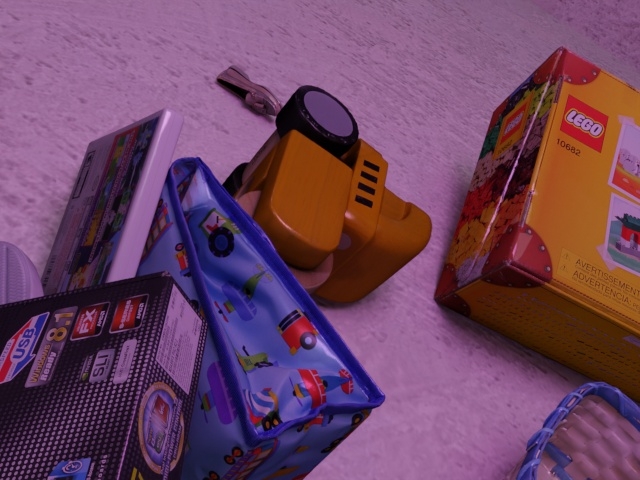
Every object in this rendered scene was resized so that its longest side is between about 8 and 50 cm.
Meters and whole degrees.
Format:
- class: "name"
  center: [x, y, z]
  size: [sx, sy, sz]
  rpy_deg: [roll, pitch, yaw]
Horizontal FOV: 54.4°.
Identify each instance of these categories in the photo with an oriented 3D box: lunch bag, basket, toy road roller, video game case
- class: "lunch bag"
  center: [-0.125, 0.087, 0.532]
  size: [0.138, 0.221, 0.293]
  rpy_deg: [1, 47, -48]
- class: "basket"
  center: [0.307, 0.240, 0.605]
  size: [0.201, 0.289, 0.255]
  rpy_deg: [44, 45, 21]
- class: "toy road roller"
  center: [0.000, 0.000, 0.728]
  size: [0.241, 0.202, 0.329]
  rpy_deg: [34, 38, -15]
- class: "video game case"
  center: [-0.199, -0.009, 0.563]
  size: [0.023, 0.183, 0.201]
  rpy_deg: [24, 73, -36]

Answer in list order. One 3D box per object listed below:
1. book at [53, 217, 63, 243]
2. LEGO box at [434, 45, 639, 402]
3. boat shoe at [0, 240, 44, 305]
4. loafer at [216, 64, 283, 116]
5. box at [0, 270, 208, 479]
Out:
- class: "book"
  center: [-0.244, -0.036, 0.732]
  size: [0.096, 0.035, 0.144]
  rpy_deg: [19, 43, -20]
- class: "LEGO box"
  center: [0.470, 0.013, 0.913]
  size: [0.500, 0.193, 0.372]
  rpy_deg: [27, 64, -7]
- class: "boat shoe"
  center: [-0.272, 0.138, 0.499]
  size: [0.109, 0.094, 0.302]
  rpy_deg: [-10, 53, -6]
- class: "loafer"
  center: [-0.116, -0.234, 1.003]
  size: [0.125, 0.045, 0.039]
  rpy_deg: [40, 58, 19]
- class: "box"
  center: [-0.188, 0.153, 0.335]
  size: [0.216, 0.060, 0.270]
  rpy_deg: [-11, 45, 14]
